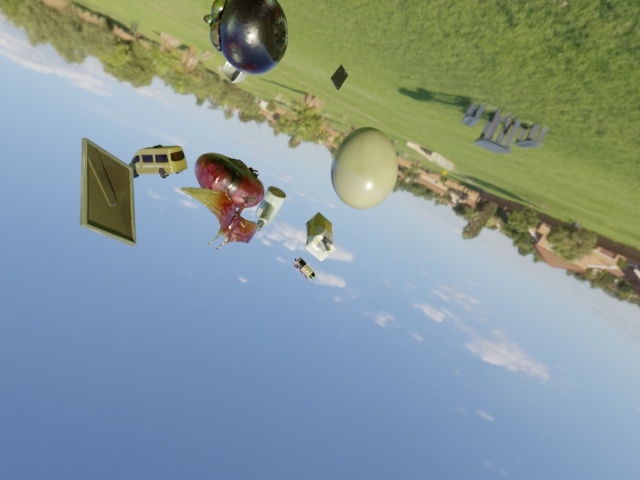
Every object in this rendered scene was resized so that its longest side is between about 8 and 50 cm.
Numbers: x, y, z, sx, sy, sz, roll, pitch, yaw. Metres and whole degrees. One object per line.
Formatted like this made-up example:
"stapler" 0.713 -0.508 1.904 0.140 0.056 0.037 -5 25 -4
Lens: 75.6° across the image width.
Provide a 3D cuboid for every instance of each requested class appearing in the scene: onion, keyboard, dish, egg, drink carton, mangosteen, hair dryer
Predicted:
"onion" -0.445 -0.254 1.944 0.348 0.285 0.347 34 -167 -9
"keyboard" 0.084 -0.717 1.808 0.061 0.013 0.204 53 -146 -23
"dish" -0.407 -0.920 2.122 0.077 0.212 0.151 8 -146 -53
"egg" 0.122 -0.202 1.149 0.186 0.241 0.186 5 158 2
"drink carton" 0.000 0.000 1.167 0.084 0.074 0.200 43 -159 -22
"mangosteen" -0.271 -0.777 1.554 0.300 0.300 0.300 26 -167 -7
"hair dryer" -0.272 -0.124 2.020 0.108 0.173 0.357 27 -152 -8

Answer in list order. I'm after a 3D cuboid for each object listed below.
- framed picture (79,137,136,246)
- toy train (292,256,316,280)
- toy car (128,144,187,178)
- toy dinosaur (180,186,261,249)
"framed picture" -0.719 -0.159 1.408 0.240 0.020 0.324 44 -148 -68
"toy train" -0.074 0.140 2.009 0.138 0.050 0.087 46 169 -10
"toy car" -0.663 -0.320 1.654 0.257 0.124 0.101 4 -158 24
"toy dinosaur" -0.304 -0.073 1.298 0.113 0.206 0.327 26 -168 26
